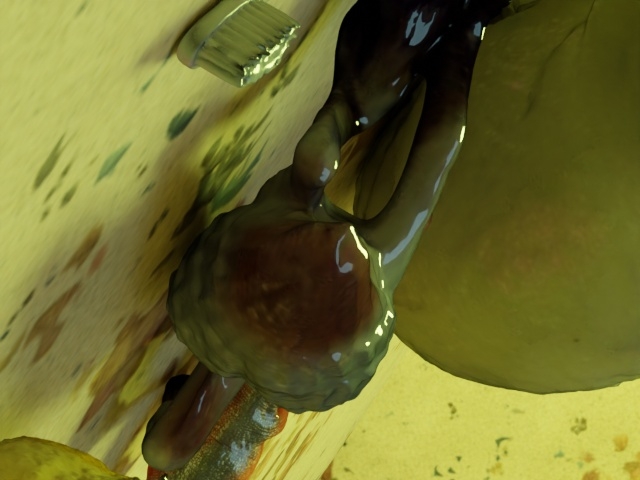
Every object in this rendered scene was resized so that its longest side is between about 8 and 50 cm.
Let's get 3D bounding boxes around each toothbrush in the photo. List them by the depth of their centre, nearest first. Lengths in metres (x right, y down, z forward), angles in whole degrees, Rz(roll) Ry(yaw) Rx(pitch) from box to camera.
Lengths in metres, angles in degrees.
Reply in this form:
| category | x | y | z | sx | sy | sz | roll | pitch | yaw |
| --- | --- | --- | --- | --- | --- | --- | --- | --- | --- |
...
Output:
| category | x | y | z | sx | sy | sz | roll | pitch | yaw |
| --- | --- | --- | --- | --- | --- | --- | --- | --- | --- |
| toothbrush | 0.028 | -0.119 | 0.691 | 0.286 | 0.025 | 0.020 | -48 | 166 | -50 |

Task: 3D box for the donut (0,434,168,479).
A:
| category | x | y | z | sx | sy | sz | roll | pitch | yaw |
| --- | --- | --- | --- | --- | --- | --- | --- | --- | --- |
| donut | -0.118 | 0.137 | 0.699 | 0.146 | 0.078 | 0.181 | -53 | 166 | -25 |

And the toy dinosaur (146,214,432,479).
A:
| category | x | y | z | sx | sy | sz | roll | pitch | yaw |
| --- | --- | --- | --- | --- | --- | --- | --- | --- | --- |
| toy dinosaur | -0.039 | 0.086 | 0.975 | 0.279 | 0.055 | 0.101 | -54 | -174 | 7 |

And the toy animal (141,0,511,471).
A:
| category | x | y | z | sx | sy | sz | roll | pitch | yaw |
| --- | --- | --- | --- | --- | --- | --- | --- | --- | --- |
| toy animal | -0.012 | 0.021 | 0.789 | 0.324 | 0.090 | 0.195 | -59 | -179 | 36 |

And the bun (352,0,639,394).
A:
| category | x | y | z | sx | sy | sz | roll | pitch | yaw |
| --- | --- | --- | --- | --- | --- | --- | --- | --- | --- |
| bun | 0.168 | -0.070 | 1.089 | 0.361 | 0.213 | 0.361 | -32 | -169 | 7 |
